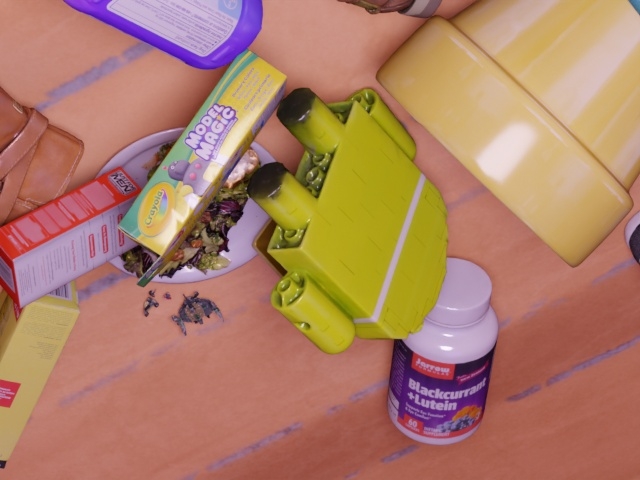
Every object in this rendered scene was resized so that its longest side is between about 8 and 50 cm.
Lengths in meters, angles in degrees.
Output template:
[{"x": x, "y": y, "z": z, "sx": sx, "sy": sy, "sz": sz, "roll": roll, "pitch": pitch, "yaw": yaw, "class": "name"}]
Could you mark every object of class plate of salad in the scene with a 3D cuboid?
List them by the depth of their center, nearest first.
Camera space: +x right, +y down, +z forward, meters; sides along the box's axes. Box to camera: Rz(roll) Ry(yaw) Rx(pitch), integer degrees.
[{"x": -0.128, "y": -0.026, "z": 1.714, "sx": 0.200, "sy": 0.048, "sz": 0.200, "roll": -8, "pitch": 133, "yaw": -9, "class": "plate of salad"}]

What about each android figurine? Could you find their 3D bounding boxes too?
[{"x": 0.036, "y": -0.014, "z": 1.650, "sx": 0.056, "sy": 0.248, "sz": 0.273, "roll": -3, "pitch": 147, "yaw": 37, "class": "android figurine"}]

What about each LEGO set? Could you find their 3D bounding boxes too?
[{"x": -0.140, "y": 0.067, "z": 1.816, "sx": 0.083, "sy": 0.023, "sz": 0.054, "roll": 29, "pitch": 117, "yaw": -19, "class": "LEGO set"}]

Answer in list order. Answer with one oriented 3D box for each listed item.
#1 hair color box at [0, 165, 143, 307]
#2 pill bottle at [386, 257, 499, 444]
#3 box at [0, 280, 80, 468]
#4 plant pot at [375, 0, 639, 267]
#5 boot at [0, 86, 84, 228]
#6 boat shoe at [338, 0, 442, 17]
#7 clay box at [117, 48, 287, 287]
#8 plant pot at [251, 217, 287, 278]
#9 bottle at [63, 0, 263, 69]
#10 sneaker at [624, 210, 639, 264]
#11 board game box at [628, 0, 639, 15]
[{"x": -0.230, "y": -0.003, "z": 1.623, "sx": 0.141, "sy": 0.043, "sz": 0.072, "roll": -29, "pitch": 146, "yaw": -25, "class": "hair color box"}, {"x": 0.131, "y": 0.115, "z": 1.867, "sx": 0.108, "sy": 0.108, "sz": 0.193, "roll": -5, "pitch": 132, "yaw": -10, "class": "pill bottle"}, {"x": -0.309, "y": 0.120, "z": 1.772, "sx": 0.058, "sy": 0.087, "sz": 0.232, "roll": 14, "pitch": 127, "yaw": -25, "class": "box"}, {"x": 0.219, "y": -0.145, "z": 1.581, "sx": 0.239, "sy": 0.254, "sz": 0.254, "roll": -46, "pitch": 128, "yaw": 5, "class": "plant pot"}, {"x": -0.371, "y": -0.040, "z": 1.615, "sx": 0.220, "sy": 0.109, "sz": 0.283, "roll": 24, "pitch": 114, "yaw": -36, "class": "boot"}, {"x": 0.085, "y": -0.314, "z": 1.467, "sx": 0.104, "sy": 0.111, "sz": 0.307, "roll": 4, "pitch": 130, "yaw": -20, "class": "boat shoe"}, {"x": -0.112, "y": -0.061, "z": 1.571, "sx": 0.053, "sy": 0.127, "sz": 0.222, "roll": 36, "pitch": 85, "yaw": 0, "class": "clay box"}, {"x": 0.000, "y": 0.000, "z": 1.744, "sx": 0.083, "sy": 0.081, "sz": 0.081, "roll": -3, "pitch": 135, "yaw": -55, "class": "plant pot"}, {"x": -0.171, "y": -0.235, "z": 1.436, "sx": 0.092, "sy": 0.118, "sz": 0.283, "roll": -35, "pitch": 142, "yaw": 28, "class": "bottle"}, {"x": 0.422, "y": -0.022, "z": 1.810, "sx": 0.217, "sy": 0.121, "sz": 0.079, "roll": -41, "pitch": 129, "yaw": 21, "class": "sneaker"}, {"x": 0.282, "y": -0.297, "z": 1.465, "sx": 0.160, "sy": 0.047, "sz": 0.210, "roll": -41, "pitch": 96, "yaw": -10, "class": "board game box"}]
